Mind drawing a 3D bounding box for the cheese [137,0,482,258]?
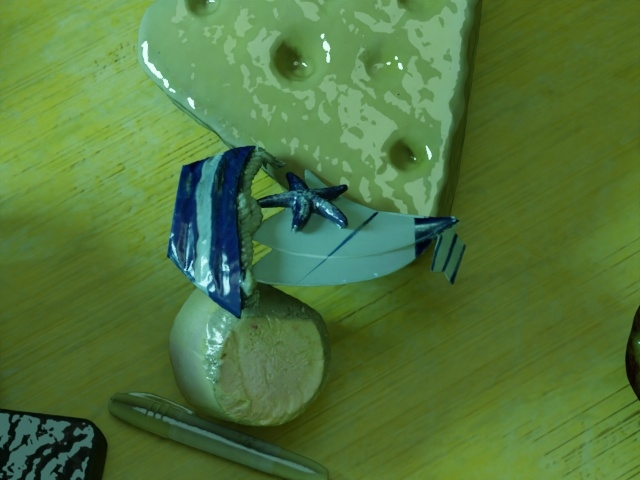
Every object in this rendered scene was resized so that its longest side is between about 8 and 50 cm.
[{"bbox_3d":[0.040,-0.208,1.866,0.384,0.104,0.384,-2,83,13],"label":"cheese"}]

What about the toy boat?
[{"bbox_3d":[-0.015,-0.021,1.745,0.291,0.070,0.210,-11,50,-21],"label":"toy boat"}]

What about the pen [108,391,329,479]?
[{"bbox_3d":[-0.101,0.195,1.790,0.233,0.032,0.040,18,44,8],"label":"pen"}]

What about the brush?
[{"bbox_3d":[-0.284,0.263,1.749,0.123,0.059,0.197,5,65,7],"label":"brush"}]

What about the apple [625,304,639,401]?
[{"bbox_3d":[0.398,0.118,1.700,0.230,0.230,0.230,-1,66,2],"label":"apple"}]

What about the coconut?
[{"bbox_3d":[-0.073,0.109,1.768,0.147,0.152,0.147,-1,94,-22],"label":"coconut"}]
